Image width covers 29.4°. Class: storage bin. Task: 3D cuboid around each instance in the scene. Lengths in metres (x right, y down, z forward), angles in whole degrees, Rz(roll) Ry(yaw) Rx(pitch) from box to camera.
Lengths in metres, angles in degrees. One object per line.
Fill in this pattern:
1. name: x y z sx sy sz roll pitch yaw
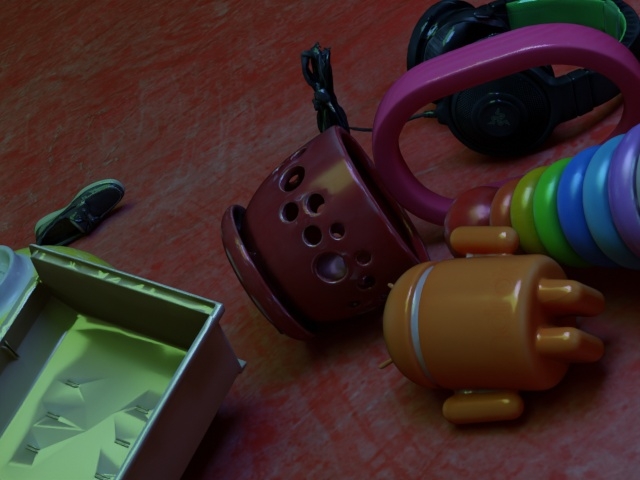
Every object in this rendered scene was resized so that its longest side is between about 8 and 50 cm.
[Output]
1. storage bin: -0.250 0.164 1.210 0.260 0.123 0.262 16 62 24

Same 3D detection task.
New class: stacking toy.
1. stacking toy: 0.241 -0.030 1.160 0.330 0.141 0.141 -9 38 56

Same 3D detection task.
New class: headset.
1. headset: 0.177 -0.213 1.413 0.394 0.185 0.243 -23 34 -5

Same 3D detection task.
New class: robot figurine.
1. robot figurine: 0.152 0.076 1.137 0.219 0.158 0.128 -5 25 34

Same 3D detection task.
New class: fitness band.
1. fitness band: 0.196 -0.115 1.260 0.290 0.209 0.054 -17 37 20

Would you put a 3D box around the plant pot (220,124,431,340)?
1. plant pot: 0.000 0.000 1.294 0.174 0.191 0.191 -32 35 8

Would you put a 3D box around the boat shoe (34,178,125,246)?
1. boat shoe: -0.337 -0.030 1.713 0.152 0.056 0.049 -33 39 16

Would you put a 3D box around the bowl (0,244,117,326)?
1. bowl: -0.381 0.100 1.499 0.289 0.156 0.289 -20 37 16

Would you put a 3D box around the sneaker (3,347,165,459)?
1. sneaker: -0.231 0.216 1.295 0.286 0.109 0.130 -43 46 -7
